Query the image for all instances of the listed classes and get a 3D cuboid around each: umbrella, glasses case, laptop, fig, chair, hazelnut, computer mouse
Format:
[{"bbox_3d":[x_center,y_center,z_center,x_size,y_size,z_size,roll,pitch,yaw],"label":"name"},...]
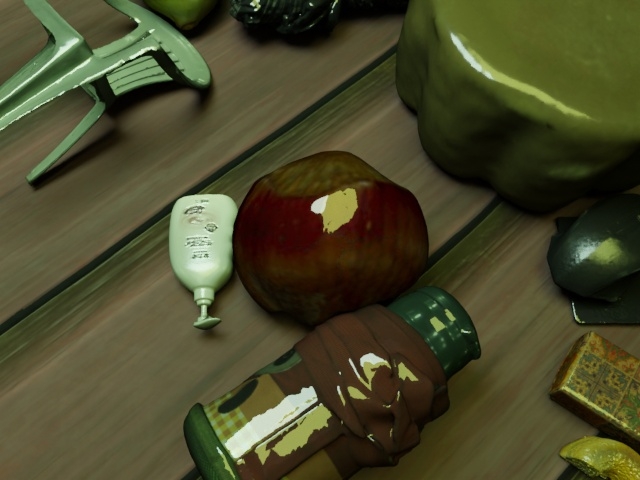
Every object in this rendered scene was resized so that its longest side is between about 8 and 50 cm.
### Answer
[{"bbox_3d":[0.043,-0.350,0.794,0.337,0.128,0.154,-1,62,-6],"label":"umbrella"},{"bbox_3d":[0.341,0.182,0.579,0.218,0.049,0.075,33,70,14],"label":"glasses case"},{"bbox_3d":[0.374,0.034,0.675,0.197,0.016,0.135,1,64,1],"label":"laptop"},{"bbox_3d":[-0.195,-0.364,0.789,0.136,0.120,0.153,-6,49,-12],"label":"fig"},{"bbox_3d":[-0.285,-0.213,0.696,0.275,0.190,0.203,-37,71,-9],"label":"chair"},{"bbox_3d":[0.002,-0.007,0.618,0.202,0.160,0.170,-4,41,38],"label":"hazelnut"},{"bbox_3d":[0.325,-0.001,0.650,0.172,0.057,0.099,-30,61,-14],"label":"computer mouse"}]

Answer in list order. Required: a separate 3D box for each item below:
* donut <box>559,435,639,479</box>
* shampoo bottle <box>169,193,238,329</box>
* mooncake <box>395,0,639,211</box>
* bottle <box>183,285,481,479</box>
[{"bbox_3d":[0.282,0.223,0.564,0.067,0.038,0.083,-19,64,-14],"label":"donut"},{"bbox_3d":[-0.128,0.025,0.645,0.077,0.045,0.151,-2,65,-3],"label":"shampoo bottle"},{"bbox_3d":[0.277,-0.219,0.702,0.379,0.200,0.378,2,66,-5],"label":"mooncake"},{"bbox_3d":[0.021,0.143,0.544,0.271,0.143,0.156,-32,30,-13],"label":"bottle"}]
